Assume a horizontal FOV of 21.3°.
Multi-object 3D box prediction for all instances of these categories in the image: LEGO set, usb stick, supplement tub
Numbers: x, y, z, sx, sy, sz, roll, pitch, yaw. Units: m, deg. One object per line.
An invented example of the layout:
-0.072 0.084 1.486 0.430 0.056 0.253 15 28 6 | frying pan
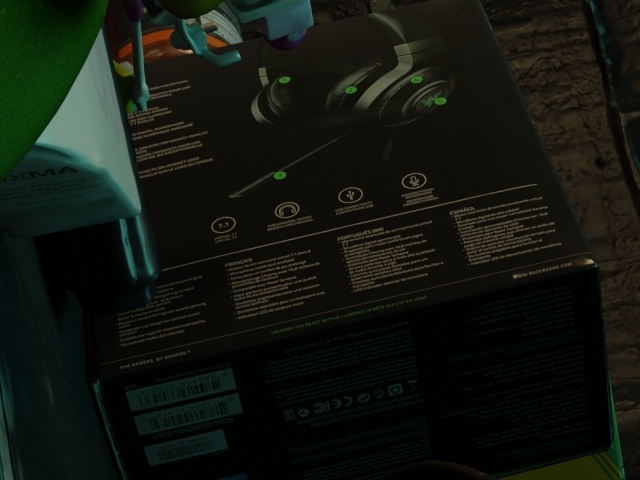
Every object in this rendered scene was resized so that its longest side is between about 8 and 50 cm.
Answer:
-0.100 -0.159 0.884 0.287 0.132 0.107 -114 -161 -51 | LEGO set
-0.118 -0.106 0.718 0.077 0.045 0.278 -155 -129 -68 | usb stick
-0.101 -0.114 1.144 0.198 0.106 0.106 -102 -179 -51 | supplement tub

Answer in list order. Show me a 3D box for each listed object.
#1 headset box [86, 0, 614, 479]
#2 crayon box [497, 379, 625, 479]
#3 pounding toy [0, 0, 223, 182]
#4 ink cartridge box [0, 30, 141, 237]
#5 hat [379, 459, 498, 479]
0.000 0.000 0.925 0.283 0.246 0.131 -105 -177 -51 | headset box
0.039 0.114 1.060 0.081 0.278 0.165 -110 -173 -71 | crayon box
-0.064 -0.098 0.350 0.237 0.110 0.183 -70 148 -81 | pounding toy
-0.112 -0.112 0.530 0.232 0.066 0.189 104 -26 -78 | ink cartridge box
-0.001 0.234 0.632 0.331 0.134 0.331 180 -90 -76 | hat
